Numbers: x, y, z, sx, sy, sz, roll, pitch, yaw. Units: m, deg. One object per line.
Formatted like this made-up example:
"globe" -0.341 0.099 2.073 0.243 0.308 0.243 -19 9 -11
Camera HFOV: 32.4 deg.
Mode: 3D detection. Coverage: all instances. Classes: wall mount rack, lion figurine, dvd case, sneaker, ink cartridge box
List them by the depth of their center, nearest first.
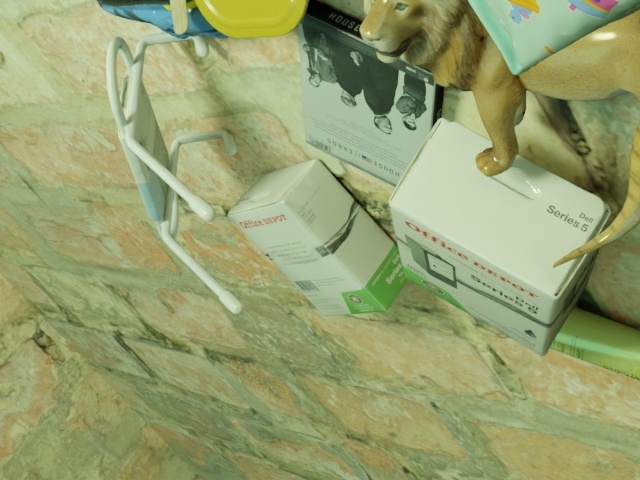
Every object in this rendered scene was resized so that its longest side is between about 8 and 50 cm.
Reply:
"lion figurine" 0.228 -0.161 0.961 0.392 0.142 0.240 8 137 23
"ink cartridge box" 0.191 0.005 1.201 0.198 0.114 0.273 30 169 17
"dvd case" 0.056 -0.156 1.274 0.179 0.029 0.238 29 154 18
"sneaker" -0.192 -0.279 1.345 0.209 0.069 0.082 15 150 39
"wall mount rack" -0.173 -0.085 1.391 0.130 0.304 0.350 -5 145 4
"ink cartridge box" 0.000 0.000 1.534 0.219 0.092 0.160 48 153 -20

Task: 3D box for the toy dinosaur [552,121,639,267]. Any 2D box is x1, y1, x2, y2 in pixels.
"toy dinosaur" 0.277 -0.058 0.903 0.112 0.064 0.211 22 123 22

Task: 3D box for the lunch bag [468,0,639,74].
"lunch bag" 0.169 -0.282 0.758 0.262 0.160 0.223 61 153 0

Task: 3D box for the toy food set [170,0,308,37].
"toy food set" -0.074 -0.289 1.190 0.218 0.071 0.128 9 119 42

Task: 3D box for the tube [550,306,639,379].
"tube" 0.368 0.133 1.329 0.240 0.062 0.070 20 -170 23
